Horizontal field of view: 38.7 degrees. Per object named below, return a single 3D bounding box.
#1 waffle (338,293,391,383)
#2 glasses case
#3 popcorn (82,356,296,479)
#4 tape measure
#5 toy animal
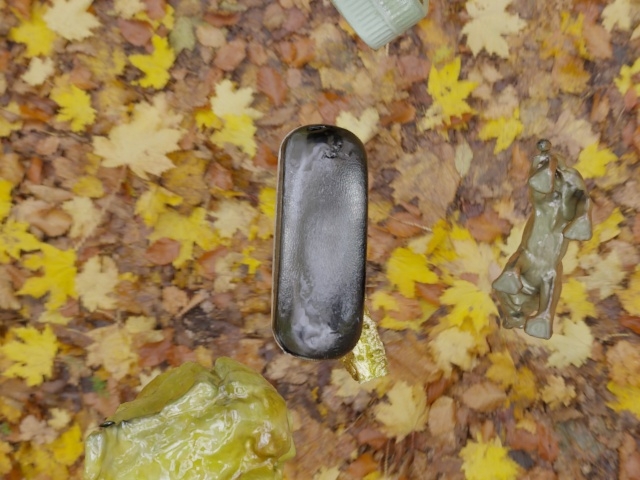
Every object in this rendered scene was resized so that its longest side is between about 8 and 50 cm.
[{"bbox_3d":[0.031,0.086,1.314,0.055,0.160,0.211,-20,97,-8],"label":"waffle"},{"bbox_3d":[0.000,0.000,1.190,0.122,0.075,0.315,4,80,-13],"label":"glasses case"},{"bbox_3d":[-0.176,0.281,1.216,0.286,0.215,0.252,-26,42,-14],"label":"popcorn"},{"bbox_3d":[0.044,-0.372,1.118,0.115,0.207,0.235,-30,112,23],"label":"tape measure"},{"bbox_3d":[0.278,0.000,1.157,0.097,0.157,0.313,13,118,6],"label":"toy animal"}]
